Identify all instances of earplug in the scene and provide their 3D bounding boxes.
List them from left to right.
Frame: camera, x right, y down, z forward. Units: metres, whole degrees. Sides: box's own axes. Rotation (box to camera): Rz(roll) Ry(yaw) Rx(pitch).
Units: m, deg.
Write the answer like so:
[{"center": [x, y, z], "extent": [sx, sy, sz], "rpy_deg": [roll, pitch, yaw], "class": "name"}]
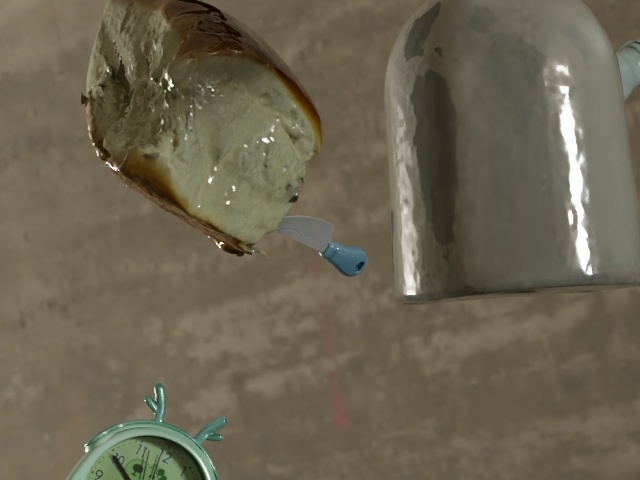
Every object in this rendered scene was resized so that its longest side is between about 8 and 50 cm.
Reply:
[{"center": [0.227, -0.123, 1.947], "extent": [0.313, 0.394, 0.312], "rpy_deg": [-6, -5, 0], "class": "earplug"}]

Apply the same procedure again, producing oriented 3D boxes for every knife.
[{"center": [0.002, -0.001, 2.427], "extent": [0.058, 0.032, 0.244], "rpy_deg": [-46, -37, 8], "class": "knife"}]

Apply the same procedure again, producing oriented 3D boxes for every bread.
[{"center": [-0.147, -0.149, 1.767], "extent": [0.250, 0.225, 0.279], "rpy_deg": [37, 0, -44], "class": "bread"}]

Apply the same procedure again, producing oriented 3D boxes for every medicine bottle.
[{"center": [0.381, -0.216, 2.190], "extent": [0.217, 0.090, 0.090], "rpy_deg": [-28, 3, -27], "class": "medicine bottle"}]

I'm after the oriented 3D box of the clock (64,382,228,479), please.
[{"center": [-0.173, 0.252, 1.556], "extent": [0.159, 0.211, 0.066], "rpy_deg": [31, -12, -10], "class": "clock"}]
